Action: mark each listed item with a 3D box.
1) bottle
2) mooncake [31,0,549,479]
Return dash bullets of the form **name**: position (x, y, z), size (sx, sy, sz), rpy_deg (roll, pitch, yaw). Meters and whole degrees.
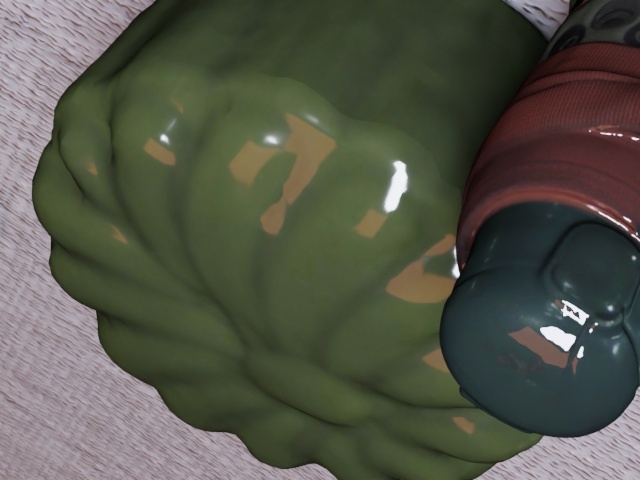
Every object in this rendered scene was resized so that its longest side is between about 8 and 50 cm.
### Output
- **bottle**: position (0.145, -0.030, 0.567), size (0.143, 0.271, 0.156), rpy_deg (32, 143, 3)
- **mooncake**: position (0.000, 0.000, 0.780), size (0.356, 0.194, 0.356), rpy_deg (22, 141, 19)
